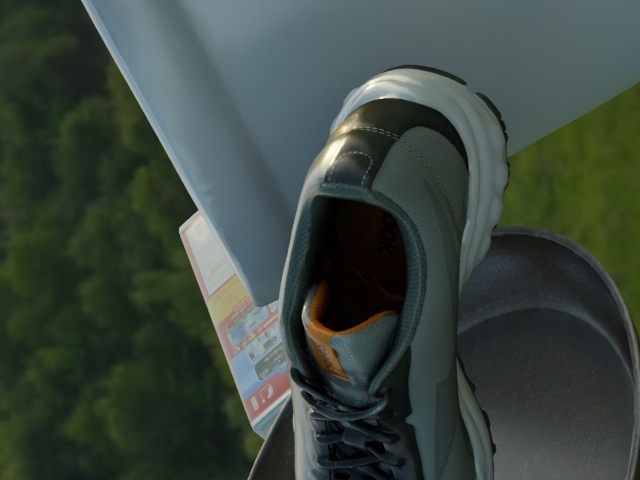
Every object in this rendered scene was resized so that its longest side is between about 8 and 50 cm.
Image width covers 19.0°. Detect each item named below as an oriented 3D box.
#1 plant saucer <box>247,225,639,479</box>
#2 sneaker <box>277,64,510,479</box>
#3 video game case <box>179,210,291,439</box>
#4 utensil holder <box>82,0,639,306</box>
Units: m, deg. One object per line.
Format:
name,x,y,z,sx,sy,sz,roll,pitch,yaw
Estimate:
plant saucer,0.060,0.140,0.977,0.310,0.050,0.311,-38,36,35
sneaker,0.020,0.062,0.857,0.108,0.100,0.272,-43,-41,-55
video game case,0.000,0.000,1.405,0.025,0.204,0.285,43,-169,-31
utensil holder,0.049,-0.196,1.125,0.328,0.385,0.327,60,177,5
